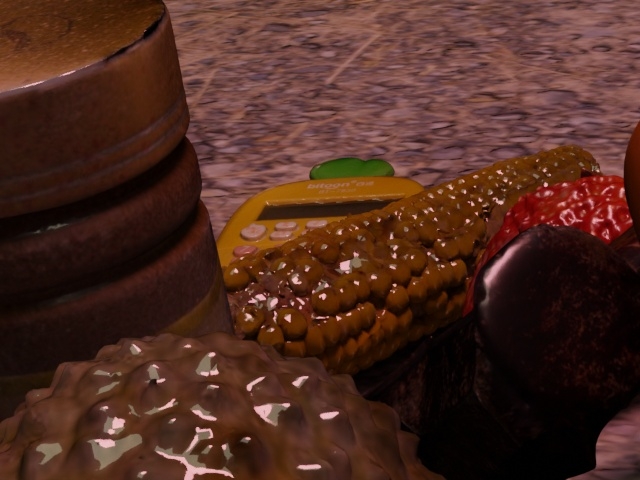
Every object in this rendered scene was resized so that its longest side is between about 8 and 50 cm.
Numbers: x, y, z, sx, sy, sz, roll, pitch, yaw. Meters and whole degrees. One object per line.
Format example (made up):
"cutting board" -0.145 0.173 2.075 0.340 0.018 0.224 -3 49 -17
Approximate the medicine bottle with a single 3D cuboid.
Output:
"medicine bottle" -0.112 0.058 0.910 0.151 0.322 0.151 -9 23 4

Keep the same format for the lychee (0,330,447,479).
"lychee" -0.057 0.171 0.718 0.255 0.274 0.255 -6 2 0

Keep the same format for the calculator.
"calculator" 0.000 0.000 1.368 0.146 0.032 0.235 -2 26 18

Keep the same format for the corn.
"corn" 0.053 0.017 1.229 0.319 0.097 0.097 -23 26 -31

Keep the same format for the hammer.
"hammer" 0.179 0.004 0.993 0.409 0.095 0.242 -36 -8 -29

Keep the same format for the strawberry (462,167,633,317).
"strawberry" 0.141 0.026 1.133 0.148 0.131 0.131 -15 22 -30

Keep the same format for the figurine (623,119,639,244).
"figurine" 0.200 0.009 0.771 0.143 0.143 0.271 -9 33 3
